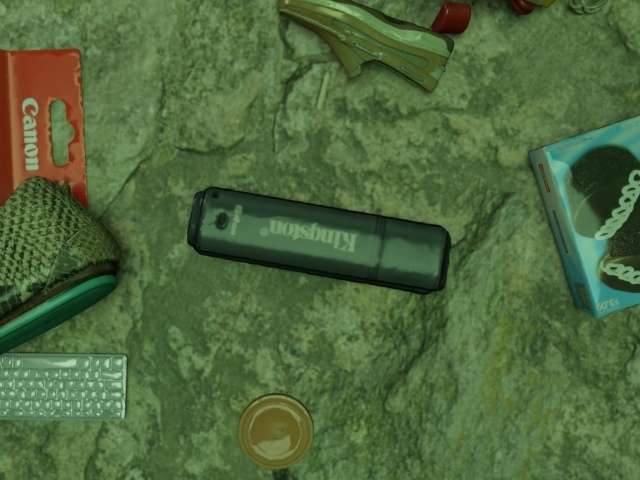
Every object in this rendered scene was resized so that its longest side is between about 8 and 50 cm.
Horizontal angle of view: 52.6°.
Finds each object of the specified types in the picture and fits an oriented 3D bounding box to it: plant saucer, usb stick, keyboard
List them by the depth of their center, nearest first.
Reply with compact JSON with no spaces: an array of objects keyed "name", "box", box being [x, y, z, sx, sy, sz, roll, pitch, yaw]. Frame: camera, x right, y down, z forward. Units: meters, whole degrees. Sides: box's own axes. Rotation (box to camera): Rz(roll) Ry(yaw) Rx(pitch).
[{"name":"usb stick","box":[0.000,0.000,0.690,0.278,0.045,0.077,10,93,0]},{"name":"keyboard","box":[-0.341,0.159,0.709,0.256,0.014,0.072,1,92,-1]},{"name":"plant saucer","box":[-0.049,0.211,0.713,0.084,0.013,0.083,0,92,0]}]

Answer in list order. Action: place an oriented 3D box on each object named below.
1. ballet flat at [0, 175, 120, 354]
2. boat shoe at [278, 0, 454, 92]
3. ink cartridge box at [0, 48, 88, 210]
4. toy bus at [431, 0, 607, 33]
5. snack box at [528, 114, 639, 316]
[{"name":"ballet flat","box":[-0.428,0.106,0.615,0.483,0.164,0.182,-39,87,-14]},{"name":"boat shoe","box":[0.041,-0.205,0.677,0.190,0.068,0.072,19,103,-1]},{"name":"ink cartridge box","box":[-0.375,-0.114,0.681,0.233,0.066,0.188,-2,92,3]},{"name":"toy bus","box":[0.189,-0.307,0.643,0.191,0.202,0.104,-16,66,8]},{"name":"snack box","box":[0.406,-0.058,0.684,0.322,0.060,0.187,-18,92,0]}]
